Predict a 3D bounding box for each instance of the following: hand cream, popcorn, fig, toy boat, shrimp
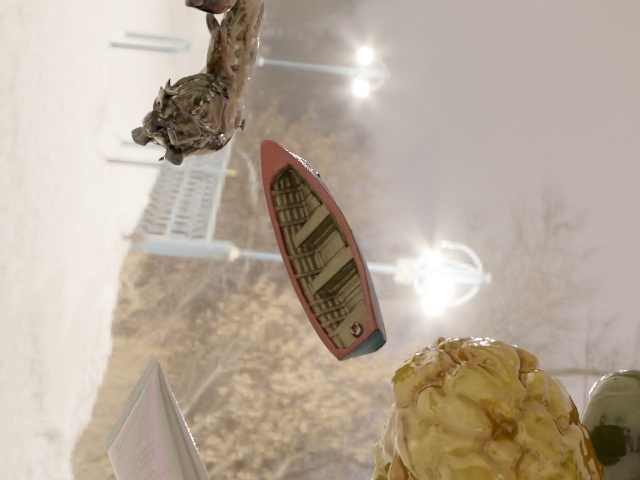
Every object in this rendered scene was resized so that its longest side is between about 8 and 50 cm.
[{"bbox_3d":[-0.207,0.343,1.365,0.186,0.118,0.359,-60,-139,26],"label":"hand cream"},{"bbox_3d":[0.236,0.335,1.402,0.344,0.354,0.390,-6,116,-58],"label":"popcorn"},{"bbox_3d":[0.513,0.308,1.568,0.203,0.225,0.203,0,90,-56],"label":"fig"},{"bbox_3d":[0.000,0.000,1.506,0.136,0.079,0.392,-44,-128,29],"label":"toy boat"},{"bbox_3d":[-0.117,-0.193,1.058,0.360,0.085,0.247,-67,171,-60],"label":"shrimp"}]
